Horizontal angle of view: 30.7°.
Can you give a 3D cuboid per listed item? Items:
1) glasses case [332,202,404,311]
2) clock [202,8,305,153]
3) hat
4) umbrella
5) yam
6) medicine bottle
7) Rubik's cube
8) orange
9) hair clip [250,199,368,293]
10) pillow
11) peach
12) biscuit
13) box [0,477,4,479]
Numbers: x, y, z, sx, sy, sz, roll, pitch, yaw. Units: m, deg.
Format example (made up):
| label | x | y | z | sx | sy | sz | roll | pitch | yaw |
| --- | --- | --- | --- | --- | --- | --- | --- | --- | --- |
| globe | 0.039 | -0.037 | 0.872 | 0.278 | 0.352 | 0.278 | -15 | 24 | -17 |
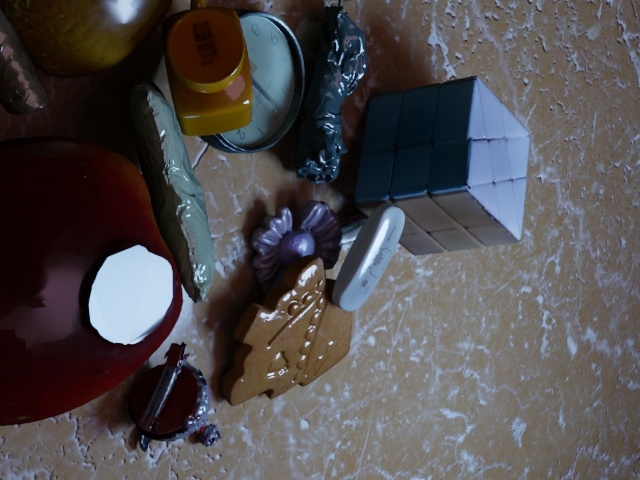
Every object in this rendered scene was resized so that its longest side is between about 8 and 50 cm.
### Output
| label | x | y | z | sx | sy | sz | roll | pitch | yaw |
| --- | --- | --- | --- | --- | --- | --- | --- | --- | --- |
| glasses case | 0.080 | 0.028 | 1.938 | 0.074 | 0.049 | 0.193 | 20 | 100 | -54 |
| clock | -0.113 | -0.245 | 1.807 | 0.226 | 0.049 | 0.226 | -14 | 110 | -45 |
| hat | -0.208 | 0.263 | 1.813 | 0.227 | 0.129 | 0.140 | 58 | 31 | -60 |
| umbrella | 0.024 | -0.265 | 1.907 | 0.094 | 0.143 | 0.349 | 12 | 80 | -10 |
| yam | -0.419 | -0.288 | 1.400 | 0.066 | 0.066 | 0.300 | -41 | 117 | -34 |
| medicine bottle | -0.155 | -0.237 | 1.598 | 0.112 | 0.222 | 0.149 | -10 | 85 | -6 |
| Rubik's cube | 0.218 | -0.127 | 2.034 | 0.221 | 0.224 | 0.231 | 38 | 54 | -46 |
| orange | -0.294 | -0.380 | 1.490 | 0.262 | 0.196 | 0.335 | -25 | 112 | -58 |
| hair clip | 0.007 | 0.002 | 1.988 | 0.300 | 0.069 | 0.173 | -19 | 120 | -45 |
| pillow | -0.201 | -0.081 | 1.583 | 0.076 | 0.274 | 0.281 | -15 | 104 | -9 |
| peach | -0.345 | 0.048 | 1.431 | 0.406 | 0.310 | 0.335 | -27 | 122 | -42 |
| biscuit | -0.032 | 0.164 | 1.966 | 0.306 | 0.043 | 0.284 | 20 | 100 | -54 |
| box | -0.532 | 0.393 | 1.464 | 0.168 | 0.097 | 0.265 | 31 | 77 | -48 |
